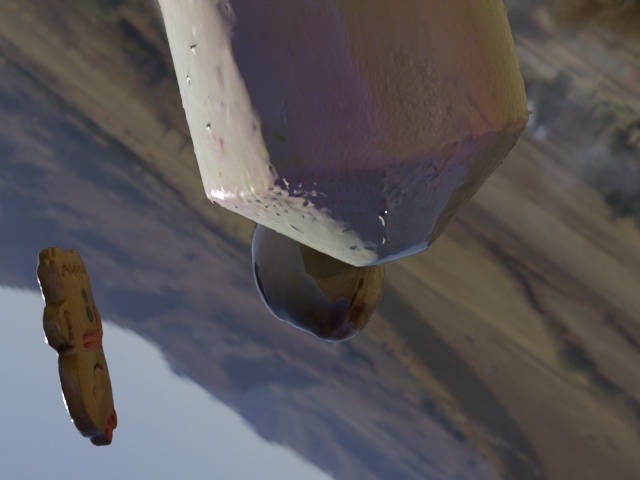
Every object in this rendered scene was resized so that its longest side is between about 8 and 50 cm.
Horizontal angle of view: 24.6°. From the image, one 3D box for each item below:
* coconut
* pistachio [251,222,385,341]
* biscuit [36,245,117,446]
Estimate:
[{"bbox_3d":[0.027,-0.131,1.235,0.297,0.297,0.310,-163,58,-74],"label":"coconut"},{"bbox_3d":[0.000,0.000,1.477,0.144,0.215,0.144,-4,158,-2],"label":"pistachio"},{"bbox_3d":[-0.264,0.117,1.629,0.166,0.036,0.226,35,-137,-82],"label":"biscuit"}]
